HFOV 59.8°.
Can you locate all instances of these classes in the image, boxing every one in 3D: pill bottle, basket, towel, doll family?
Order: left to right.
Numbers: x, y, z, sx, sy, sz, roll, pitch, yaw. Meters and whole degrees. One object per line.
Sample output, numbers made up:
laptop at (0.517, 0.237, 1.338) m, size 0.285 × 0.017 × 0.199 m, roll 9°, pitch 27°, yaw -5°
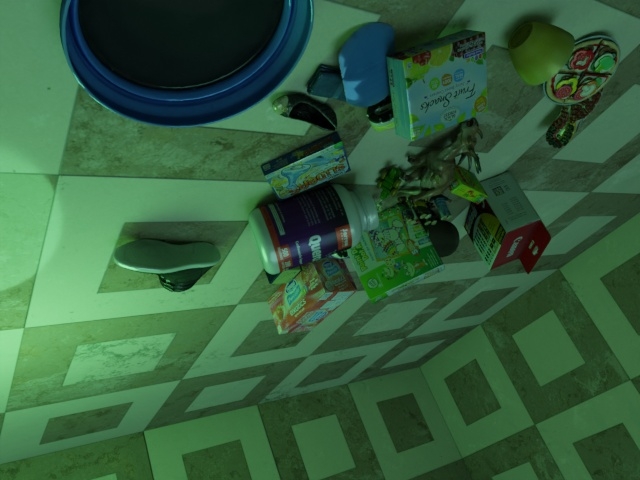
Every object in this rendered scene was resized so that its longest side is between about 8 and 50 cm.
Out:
pill bottle at (-0.017, -0.040, 1.476) m, size 0.323 × 0.181 × 0.181 m, roll -19°, pitch 153°, yaw -9°
towel at (0.032, -0.325, 1.158) m, size 0.120 × 0.029 × 0.067 m, roll -2°, pitch 145°, yaw -38°
doll family at (0.319, -0.111, 1.699) m, size 0.193 × 0.111 × 0.076 m, roll 5°, pitch 145°, yaw -36°
basket at (0.355, -0.007, 1.876) m, size 0.227 × 0.154 × 0.204 m, roll -1°, pitch 144°, yaw -44°

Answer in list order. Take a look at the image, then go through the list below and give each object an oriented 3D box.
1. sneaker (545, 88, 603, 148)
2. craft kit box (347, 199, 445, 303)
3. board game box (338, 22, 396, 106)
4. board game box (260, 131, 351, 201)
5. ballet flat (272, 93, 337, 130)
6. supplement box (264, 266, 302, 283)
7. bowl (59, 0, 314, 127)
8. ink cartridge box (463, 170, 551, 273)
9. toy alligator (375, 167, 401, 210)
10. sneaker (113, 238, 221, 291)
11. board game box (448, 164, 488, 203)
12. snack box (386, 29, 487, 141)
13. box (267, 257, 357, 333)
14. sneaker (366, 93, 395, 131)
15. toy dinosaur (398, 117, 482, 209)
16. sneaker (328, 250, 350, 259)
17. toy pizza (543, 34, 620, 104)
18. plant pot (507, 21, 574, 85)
sneaker at (0.721, -0.373, 1.578) m, size 0.093 × 0.088 × 0.225 m, roll -40°, pitch 162°, yaw -39°
craft kit box at (0.216, 0.032, 1.720) m, size 0.247 × 0.249 × 0.061 m, roll -28°, pitch 154°, yaw 7°
board game box at (0.091, -0.356, 1.127) m, size 0.133 × 0.033 × 0.168 m, roll -29°, pitch 133°, yaw -15°
board game box at (-0.033, -0.178, 1.371) m, size 0.201 × 0.035 × 0.136 m, roll -24°, pitch 153°, yaw 2°
ballet flat at (-0.027, -0.272, 1.185) m, size 0.173 × 0.049 × 0.057 m, roll 3°, pitch 143°, yaw -42°
supplement box at (-0.119, 0.094, 1.782) m, size 0.083 × 0.056 × 0.083 m, roll 1°, pitch 145°, yaw -39°
bowl at (-0.205, -0.343, 0.885) m, size 0.391 × 0.077 × 0.391 m, roll -19°, pitch 154°, yaw -10°
ink cartridge box at (0.627, -0.032, 1.899) m, size 0.130 × 0.271 × 0.309 m, roll -21°, pitch 153°, yaw -4°
toy alligator at (0.195, -0.154, 1.580) m, size 0.051 × 0.056 × 0.189 m, roll -47°, pitch 165°, yaw -29°
sneaker at (-0.416, 0.078, 1.461) m, size 0.296 × 0.104 × 0.147 m, roll 1°, pitch 140°, yaw -47°
board game box at (0.432, -0.174, 1.683) m, size 0.043 × 0.092 × 0.181 m, roll -38°, pitch 150°, yaw 28°
snack box at (0.249, -0.327, 1.169) m, size 0.207 × 0.070 × 0.174 m, roll -22°, pitch 122°, yaw -17°
box at (-0.034, 0.192, 1.936) m, size 0.154 × 0.142 × 0.300 m, roll 1°, pitch 145°, yaw -40°
sneaker at (0.204, -0.310, 1.284) m, size 0.209 × 0.081 × 0.094 m, roll -19°, pitch 164°, yaw 0°
toy dinosaur at (0.339, -0.190, 1.557) m, size 0.200 × 0.127 × 0.295 m, roll -17°, pitch 159°, yaw -27°
sneaker at (0.091, 0.032, 1.850) m, size 0.170 × 0.068 × 0.071 m, roll 1°, pitch 167°, yaw -37°
toy pizza at (0.670, -0.426, 1.420) m, size 0.202 × 0.032 × 0.201 m, roll -9°, pitch 140°, yaw -7°
plant pot at (0.473, -0.427, 1.232) m, size 0.095 × 0.134 × 0.134 m, roll 27°, pitch 130°, yaw -24°
